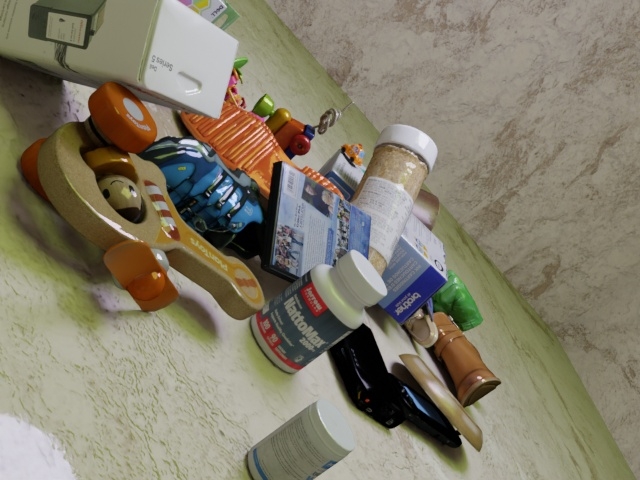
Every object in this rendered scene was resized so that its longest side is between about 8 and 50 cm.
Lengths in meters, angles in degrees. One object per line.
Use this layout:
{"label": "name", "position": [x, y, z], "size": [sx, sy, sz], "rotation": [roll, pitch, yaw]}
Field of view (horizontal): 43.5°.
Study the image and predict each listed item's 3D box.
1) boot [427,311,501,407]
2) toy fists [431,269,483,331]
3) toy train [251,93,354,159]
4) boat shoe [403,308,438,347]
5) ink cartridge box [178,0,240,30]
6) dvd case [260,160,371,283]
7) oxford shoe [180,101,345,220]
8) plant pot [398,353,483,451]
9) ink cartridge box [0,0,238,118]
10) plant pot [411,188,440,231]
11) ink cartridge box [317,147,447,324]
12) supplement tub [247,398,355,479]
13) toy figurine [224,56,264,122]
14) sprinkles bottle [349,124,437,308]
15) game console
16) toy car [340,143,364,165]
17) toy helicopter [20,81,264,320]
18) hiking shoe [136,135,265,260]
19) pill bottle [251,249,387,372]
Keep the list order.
{"label": "boot", "position": [0.309, 0.255, 1.815], "size": [0.220, 0.109, 0.283], "rotation": [57, 13, 14]}
{"label": "toy fists", "position": [0.315, 0.144, 2.035], "size": [0.142, 0.096, 0.279], "rotation": [64, -3, -5]}
{"label": "toy train", "position": [-0.072, -0.237, 1.588], "size": [0.143, 0.248, 0.105], "rotation": [43, 17, -15]}
{"label": "boat shoe", "position": [0.206, 0.175, 1.812], "size": [0.059, 0.063, 0.170], "rotation": [37, 11, -36]}
{"label": "ink cartridge box", "position": [-0.301, -0.576, 1.954], "size": [0.209, 0.109, 0.062], "rotation": [42, 18, -33]}
{"label": "dvd case", "position": [0.000, 0.000, 1.313], "size": [0.253, 0.022, 0.180], "rotation": [29, 60, -47]}
{"label": "oxford shoe", "position": [-0.122, -0.117, 1.466], "size": [0.364, 0.133, 0.130], "rotation": [43, 56, 11]}
{"label": "plant pot", "position": [0.238, 0.304, 1.547], "size": [0.236, 0.032, 0.236], "rotation": [50, 1, -2]}
{"label": "ink cartridge box", "position": [-0.272, -0.253, 1.026], "size": [0.273, 0.115, 0.198], "rotation": [16, 2, 21]}
{"label": "plant pot", "position": [0.132, -0.078, 1.948], "size": [0.230, 0.215, 0.215], "rotation": [32, 20, -15]}
{"label": "ink cartridge box", "position": [0.130, 0.002, 1.736], "size": [0.395, 0.151, 0.270], "rotation": [42, 17, -6]}
{"label": "supplement tub", "position": [-0.022, 0.235, 0.902], "size": [0.071, 0.107, 0.071], "rotation": [47, 16, -18]}
{"label": "toy figurine", "position": [-0.180, -0.281, 1.694], "size": [0.159, 0.130, 0.173], "rotation": [64, -10, -5]}
{"label": "sprinkles bottle", "position": [0.107, -0.048, 1.515], "size": [0.121, 0.121, 0.355], "rotation": [42, 62, -33]}
{"label": "game console", "position": [0.135, 0.261, 1.429], "size": [0.361, 0.044, 0.213], "rotation": [40, 19, -38]}
{"label": "toy car", "position": [0.099, -0.180, 1.768], "size": [0.122, 0.040, 0.060], "rotation": [27, 24, -45]}
{"label": "toy helicopter", "position": [-0.180, 0.002, 0.937], "size": [0.355, 0.140, 0.235], "rotation": [42, 20, -40]}
{"label": "hiking shoe", "position": [-0.164, -0.056, 1.154], "size": [0.304, 0.113, 0.132], "rotation": [18, 43, -58]}
{"label": "pill bottle", "position": [0.000, 0.097, 1.146], "size": [0.108, 0.180, 0.108], "rotation": [47, 16, -17]}
